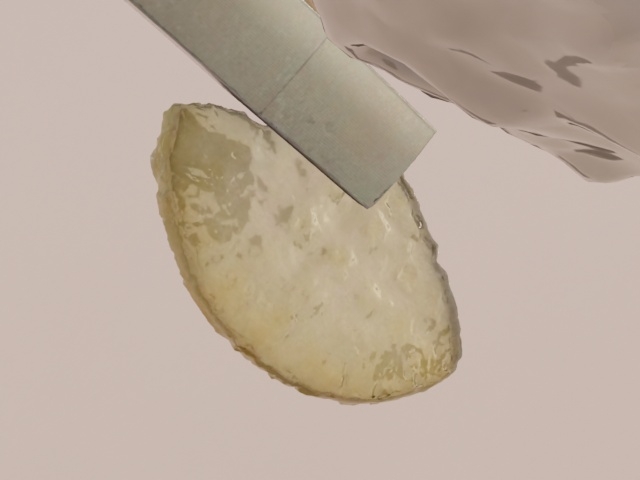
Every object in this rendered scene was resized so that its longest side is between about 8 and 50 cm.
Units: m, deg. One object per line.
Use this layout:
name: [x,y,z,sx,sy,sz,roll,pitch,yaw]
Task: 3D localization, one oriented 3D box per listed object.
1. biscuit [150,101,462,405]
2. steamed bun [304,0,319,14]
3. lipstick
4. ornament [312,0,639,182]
biscuit: [0.000,0.000,1.212,0.265,0.040,0.188,38,-116,-24]
steamed bun: [-0.001,-0.240,1.241,0.170,0.200,0.225,-28,-97,-12]
lipstick: [-0.065,-0.137,1.043,0.068,0.066,0.317,-49,-58,0]
ornament: [0.107,-0.165,0.382,0.337,0.337,0.337,7,-109,-22]
